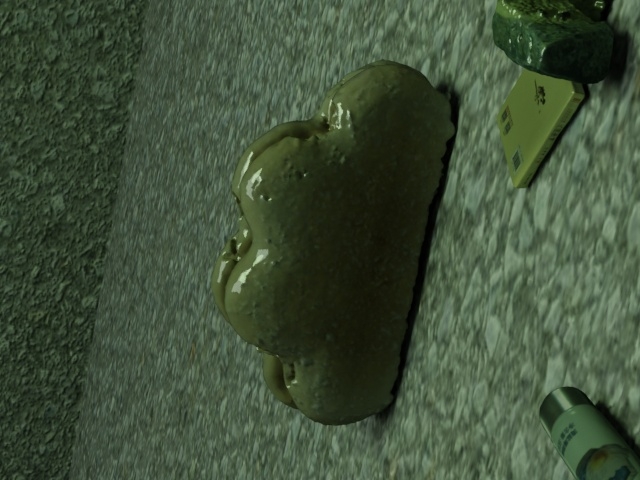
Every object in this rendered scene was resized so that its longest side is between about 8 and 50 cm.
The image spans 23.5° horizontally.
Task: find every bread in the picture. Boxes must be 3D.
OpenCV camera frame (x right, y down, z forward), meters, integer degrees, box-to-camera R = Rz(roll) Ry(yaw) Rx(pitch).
[{"bbox_3d":[0.004,0.002,1.378,0.102,0.183,0.337,-142,60,-61],"label":"bread"}]

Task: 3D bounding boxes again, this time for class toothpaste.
[{"bbox_3d":[0.194,0.166,0.942,0.239,0.039,0.062,-119,47,-59],"label":"toothpaste"}]

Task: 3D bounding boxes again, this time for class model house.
[{"bbox_3d":[0.172,-0.146,1.079,0.083,0.079,0.066,-127,40,-58],"label":"model house"}]

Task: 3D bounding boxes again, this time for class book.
[{"bbox_3d":[0.167,-0.103,1.171,0.111,0.014,0.077,117,152,-47],"label":"book"}]
